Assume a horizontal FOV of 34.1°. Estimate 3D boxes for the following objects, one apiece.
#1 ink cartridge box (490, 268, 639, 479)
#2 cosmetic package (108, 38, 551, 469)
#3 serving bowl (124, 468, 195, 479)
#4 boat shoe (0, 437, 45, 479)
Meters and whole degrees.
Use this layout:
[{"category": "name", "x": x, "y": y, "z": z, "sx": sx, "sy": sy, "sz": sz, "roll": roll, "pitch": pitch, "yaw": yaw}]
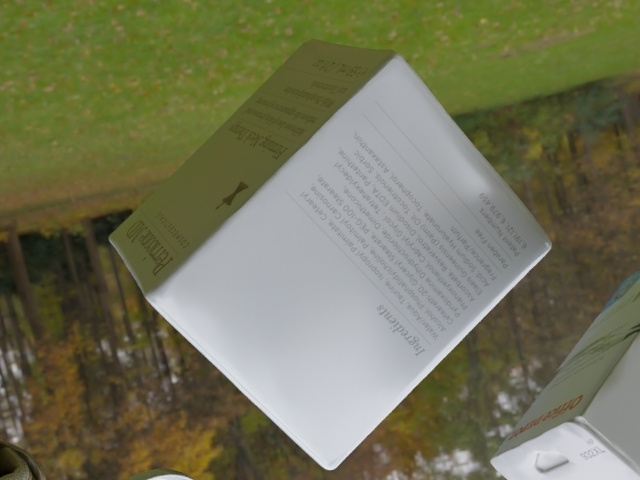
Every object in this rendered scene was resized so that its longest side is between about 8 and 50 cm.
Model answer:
[{"category": "ink cartridge box", "x": 0.347, "y": 0.146, "z": 1.113, "sx": 0.307, "sy": 0.129, "sz": 0.223, "roll": -46, "pitch": 175, "yaw": -26}, {"category": "cosmetic package", "x": 0.000, "y": 0.000, "z": 1.328, "sx": 0.394, "sy": 0.327, "sz": 0.329, "roll": -45, "pitch": -158, "yaw": -5}, {"category": "serving bowl", "x": -0.116, "y": 0.187, "z": 0.700, "sx": 0.083, "sy": 0.083, "sz": 0.027, "roll": -15, "pitch": -152, "yaw": -27}, {"category": "boat shoe", "x": -0.235, "y": 0.177, "z": 0.682, "sx": 0.098, "sy": 0.302, "sz": 0.109, "roll": -14, "pitch": -163, "yaw": 12}]
